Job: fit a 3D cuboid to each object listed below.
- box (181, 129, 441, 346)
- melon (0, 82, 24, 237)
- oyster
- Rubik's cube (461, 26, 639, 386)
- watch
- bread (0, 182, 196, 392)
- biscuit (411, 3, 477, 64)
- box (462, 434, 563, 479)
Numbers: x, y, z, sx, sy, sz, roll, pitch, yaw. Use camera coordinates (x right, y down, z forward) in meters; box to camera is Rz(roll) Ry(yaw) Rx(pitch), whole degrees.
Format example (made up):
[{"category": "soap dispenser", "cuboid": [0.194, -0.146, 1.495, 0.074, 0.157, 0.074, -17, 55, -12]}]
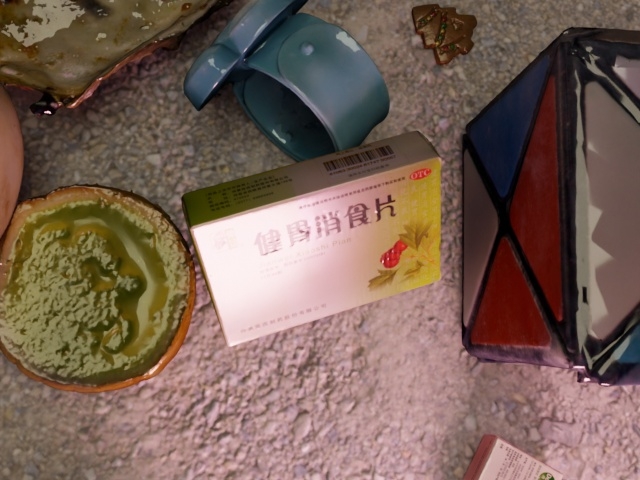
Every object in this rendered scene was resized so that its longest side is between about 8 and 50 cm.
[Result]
[{"category": "box", "cuboid": [0.001, 0.001, 0.729, 0.260, 0.175, 0.062, -16, 41, -8]}, {"category": "melon", "cuboid": [-0.414, -0.041, 0.638, 0.223, 0.223, 0.317, 19, 67, -3]}, {"category": "oyster", "cuboid": [-0.241, -0.285, 0.789, 0.361, 0.096, 0.221, -37, 81, -11]}, {"category": "Rubik's cube", "cuboid": [0.336, -0.014, 0.701, 0.310, 0.305, 0.307, 1, 81, -7]}, {"category": "watch", "cuboid": [-0.026, -0.173, 0.760, 0.193, 0.211, 0.211, 44, 78, -9]}, {"category": "bread", "cuboid": [-0.247, 0.050, 0.742, 0.236, 0.070, 0.236, 1, 81, -6]}, {"category": "biscuit", "cuboid": [0.156, -0.272, 0.871, 0.092, 0.016, 0.082, 39, 79, -1]}, {"category": "box", "cuboid": [0.203, 0.294, 0.766, 0.089, 0.043, 0.125, 31, 78, 0]}]
